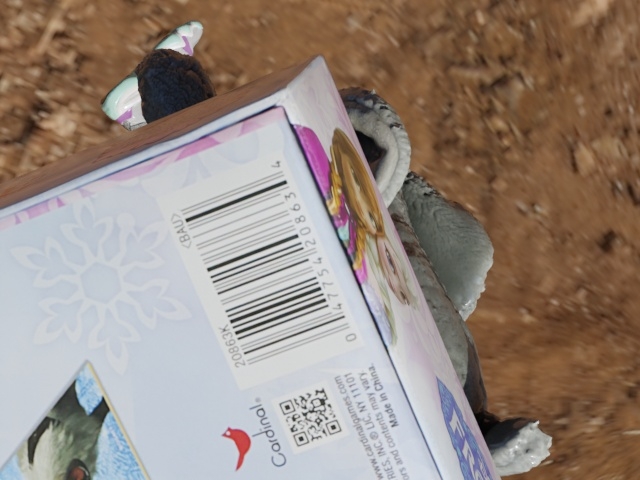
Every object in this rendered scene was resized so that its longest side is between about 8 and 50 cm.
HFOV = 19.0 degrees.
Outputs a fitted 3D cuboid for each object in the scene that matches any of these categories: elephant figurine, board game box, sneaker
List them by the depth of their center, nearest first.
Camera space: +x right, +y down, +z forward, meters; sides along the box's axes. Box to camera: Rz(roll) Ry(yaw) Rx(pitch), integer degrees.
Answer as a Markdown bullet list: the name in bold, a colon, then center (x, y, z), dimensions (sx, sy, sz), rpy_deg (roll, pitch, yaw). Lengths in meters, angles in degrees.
- **board game box**: center (-0.085, 0.152, 0.548), dimensions (0.318, 0.066, 0.319), rpy_deg (-20, 100, 14)
- **elephant figurine**: center (0.000, 0.000, 0.913), dimensions (0.186, 0.169, 0.239), rpy_deg (10, 68, -11)
- **sneaker**: center (-0.100, -0.102, 1.332), dimensions (0.069, 0.038, 0.098), rpy_deg (46, 67, -9)
